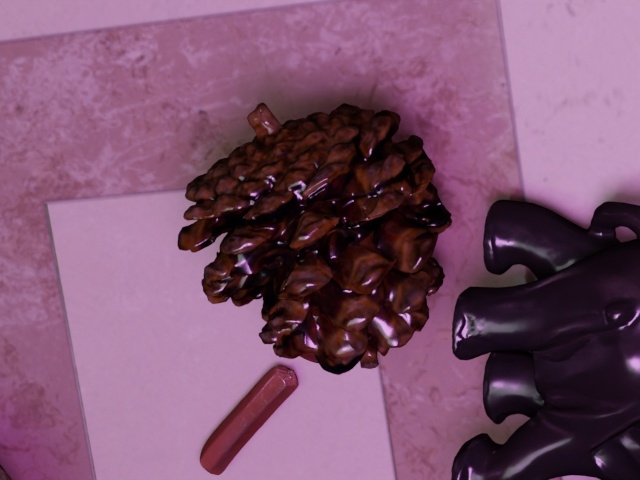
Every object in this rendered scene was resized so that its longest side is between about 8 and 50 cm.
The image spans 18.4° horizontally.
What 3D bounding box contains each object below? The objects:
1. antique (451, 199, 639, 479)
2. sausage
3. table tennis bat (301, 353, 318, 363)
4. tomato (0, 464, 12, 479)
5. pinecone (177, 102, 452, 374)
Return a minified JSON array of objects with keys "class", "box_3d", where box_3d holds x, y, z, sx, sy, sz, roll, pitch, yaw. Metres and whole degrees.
[{"class":"antique","box_3d":[0.255,0.127,1.747,0.255,0.185,0.322,5,98,20]},{"class":"sausage","box_3d":[-0.072,0.177,1.967,0.030,0.035,0.147,31,113,-23]},{"class":"table tennis bat","box_3d":[-0.009,0.048,1.922,0.098,0.019,0.155,-18,99,24]},{"class":"tomato","box_3d":[-0.430,0.331,2.003,0.303,0.303,0.239,-37,87,24]},{"class":"pinecone","box_3d":[0.008,-0.010,1.793,0.257,0.243,0.243,36,118,-29]}]
